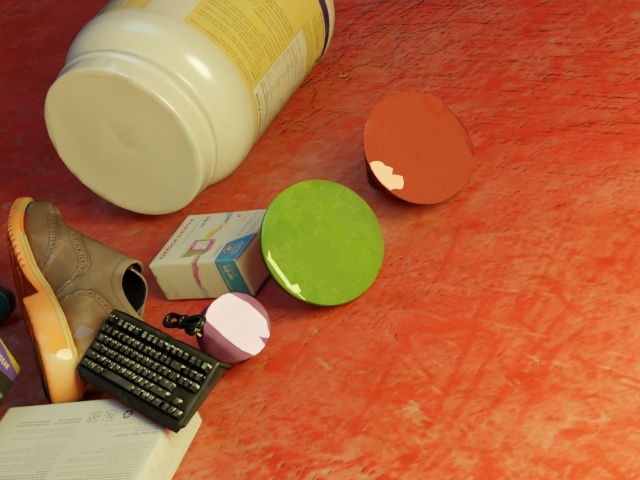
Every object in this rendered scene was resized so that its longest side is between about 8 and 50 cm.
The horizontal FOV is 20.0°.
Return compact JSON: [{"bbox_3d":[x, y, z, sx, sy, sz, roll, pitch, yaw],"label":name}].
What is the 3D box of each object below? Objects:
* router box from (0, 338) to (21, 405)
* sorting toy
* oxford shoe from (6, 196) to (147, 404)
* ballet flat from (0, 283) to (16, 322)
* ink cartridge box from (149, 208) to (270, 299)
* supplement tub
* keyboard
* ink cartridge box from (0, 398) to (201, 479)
[{"bbox_3d":[-0.488,0.171,1.782,0.309,0.081,0.243,14,62,22],"label":"router box"},{"bbox_3d":[0.000,0.000,1.824,0.365,0.127,0.126,-45,3,-24],"label":"sorting toy"},{"bbox_3d":[-0.254,0.054,1.929,0.133,0.130,0.363,-14,33,-10],"label":"oxford shoe"},{"bbox_3d":[-0.439,0.076,2.080,0.213,0.072,0.068,-18,25,19],"label":"ballet flat"},{"bbox_3d":[-0.106,0.015,1.907,0.122,0.052,0.088,-5,36,38],"label":"ink cartridge box"},{"bbox_3d":[-0.151,-0.210,2.122,0.241,0.241,0.331,-5,36,36],"label":"supplement tub"},{"bbox_3d":[-0.154,0.107,1.696,0.180,0.023,0.108,22,71,48],"label":"keyboard"},{"bbox_3d":[-0.245,0.235,1.667,0.223,0.045,0.224,-7,33,31],"label":"ink cartridge box"}]
